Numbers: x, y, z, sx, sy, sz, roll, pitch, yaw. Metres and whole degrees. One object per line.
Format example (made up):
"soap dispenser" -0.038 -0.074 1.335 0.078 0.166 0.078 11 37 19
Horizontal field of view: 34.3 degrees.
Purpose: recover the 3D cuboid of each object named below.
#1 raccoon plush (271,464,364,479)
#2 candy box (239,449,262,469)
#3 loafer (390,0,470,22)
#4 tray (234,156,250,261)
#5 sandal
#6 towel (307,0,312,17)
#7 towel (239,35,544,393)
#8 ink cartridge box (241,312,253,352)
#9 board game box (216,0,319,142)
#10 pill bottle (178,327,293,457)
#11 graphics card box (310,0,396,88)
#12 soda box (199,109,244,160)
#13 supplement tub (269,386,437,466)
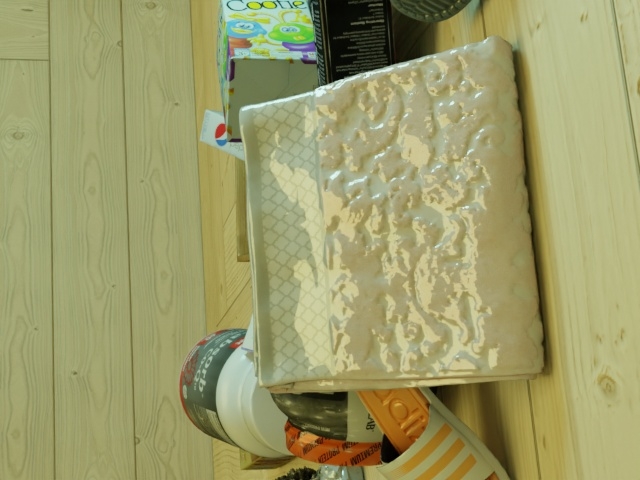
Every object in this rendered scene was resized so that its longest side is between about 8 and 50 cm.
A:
"raccoon plush" -0.122 0.458 1.746 0.216 0.299 0.446 -104 19 -44
"candy box" -0.108 0.366 2.137 0.316 0.087 0.183 126 141 -68
"loafer" 0.145 -0.330 1.058 0.251 0.094 0.087 120 173 -48
"tray" -0.136 -0.161 2.252 0.203 0.076 0.411 169 101 -77
"sandal" 0.086 0.204 1.070 0.265 0.076 0.102 50 128 16
"towel" -0.011 -0.356 1.760 0.187 0.049 0.282 -127 38 -67
"towel" 0.060 -0.015 1.056 0.053 0.317 0.332 12 -109 -59
"ink cartridge box" -0.030 0.090 1.621 0.206 0.045 0.208 7 78 55
"board game box" -0.085 -0.282 1.631 0.275 0.142 0.144 -103 16 -54
"pill bottle" -0.100 0.260 1.790 0.363 0.210 0.210 173 96 -66
"graphics card box" 0.034 -0.299 1.315 0.233 0.094 0.371 -101 4 -76
"soda box" -0.150 -0.204 2.096 0.216 0.074 0.069 27 109 43
"supplement tub" 0.039 0.082 1.238 0.207 0.207 0.338 -159 68 -76
